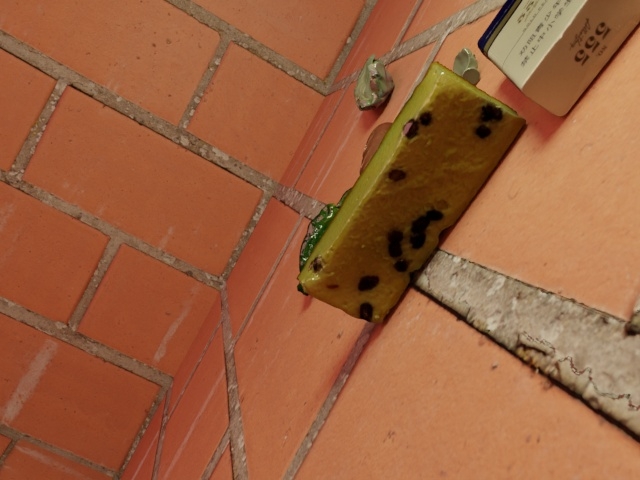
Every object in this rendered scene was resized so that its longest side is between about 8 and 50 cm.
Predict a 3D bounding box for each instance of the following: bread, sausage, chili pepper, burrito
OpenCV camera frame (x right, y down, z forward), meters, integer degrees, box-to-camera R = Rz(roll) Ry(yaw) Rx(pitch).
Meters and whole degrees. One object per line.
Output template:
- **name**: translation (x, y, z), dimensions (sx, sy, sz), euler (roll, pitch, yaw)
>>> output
- **bread**: translation (0.113, -0.048, 0.872), dimensions (0.361, 0.138, 0.077), euler (-58, 15, 19)
- **sausage**: translation (0.109, -0.100, 1.133), dimensions (0.088, 0.087, 0.433), euler (-54, 15, 32)
- **chili pepper**: translation (0.000, 0.000, 1.416), dimensions (0.122, 0.065, 0.279), euler (-17, 47, 61)
- **burrito**: translation (0.139, -0.404, 1.678), dimensions (0.229, 0.089, 0.144), euler (-91, 17, -67)

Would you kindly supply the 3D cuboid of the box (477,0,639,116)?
- **box**: translation (0.289, -0.270, 0.795), dimensions (0.168, 0.071, 0.259), euler (-56, 13, 25)

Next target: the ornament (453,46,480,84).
- **ornament**: translation (0.248, -0.295, 1.091), dimensions (0.068, 0.041, 0.092), euler (94, -176, -61)
